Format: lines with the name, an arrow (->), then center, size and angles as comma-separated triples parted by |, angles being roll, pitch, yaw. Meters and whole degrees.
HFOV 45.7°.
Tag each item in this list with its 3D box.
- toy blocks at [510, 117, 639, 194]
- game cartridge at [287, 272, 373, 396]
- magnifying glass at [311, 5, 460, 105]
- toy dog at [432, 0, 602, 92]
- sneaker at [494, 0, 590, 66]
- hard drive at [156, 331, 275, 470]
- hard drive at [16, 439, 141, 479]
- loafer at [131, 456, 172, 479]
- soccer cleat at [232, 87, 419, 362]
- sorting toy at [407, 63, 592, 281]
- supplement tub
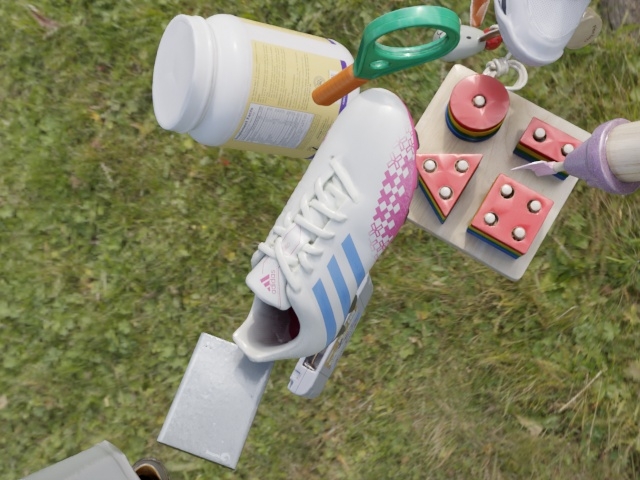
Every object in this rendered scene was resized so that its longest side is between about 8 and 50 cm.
toy blocks -> 0.332, -0.083, 0.541 | 0.260, 0.288, 0.309 | -4, 89, 61
game cartridge -> 0.029, 0.200, 1.625 | 0.062, 0.198, 0.297 | 25, 81, 17
magnifying glass -> 0.057, -0.187, 0.794 | 0.231, 0.092, 0.026 | -22, 70, 59
toy dog -> 0.393, -0.447, 1.469 | 0.334, 0.161, 0.220 | -33, 56, -18
sneaker -> 0.347, -0.409, 0.968 | 0.137, 0.210, 0.366 | 17, 94, -14
hard drive -> -0.119, 0.186, 0.881 | 0.094, 0.022, 0.135 | 20, 67, 1
hard drive -> -0.089, 0.198, 0.339 | 0.040, 0.307, 0.203 | -34, 84, -8
loafer -> -0.179, 0.262, 0.794 | 0.062, 0.170, 0.061 | 1, 99, -15
soccer cleat -> 0.000, 0.000, 0.804 | 0.116, 0.143, 0.331 | 39, 123, 33
sorting toy -> 0.253, -0.115, 1.146 | 0.255, 0.089, 0.257 | 31, 83, 9
supplement tub -> -0.121, -0.285, 1.423 | 0.241, 0.331, 0.241 | -11, 77, 57
